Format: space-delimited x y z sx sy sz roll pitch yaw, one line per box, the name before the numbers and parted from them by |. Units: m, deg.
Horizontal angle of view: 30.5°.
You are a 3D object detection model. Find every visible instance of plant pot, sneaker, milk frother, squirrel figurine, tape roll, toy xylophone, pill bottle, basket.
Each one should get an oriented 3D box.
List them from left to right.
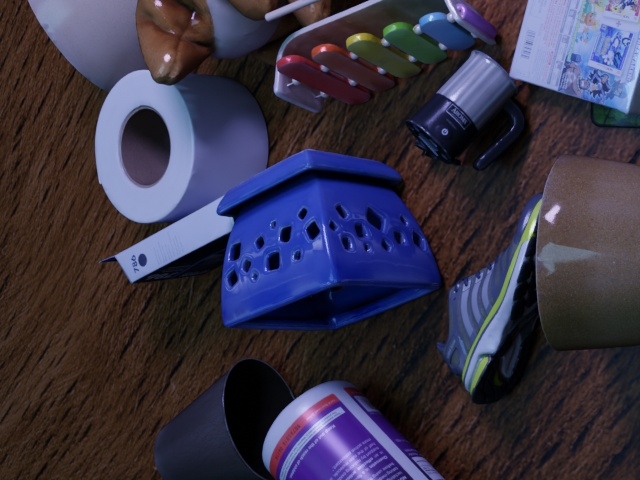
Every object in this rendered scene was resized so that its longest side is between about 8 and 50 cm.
plant pot | -0.325 -0.409 1.944 0.191 0.284 0.284 -31 71 17
tape roll | -0.227 -0.152 1.917 0.246 0.169 0.246 4 96 42
basket | -0.157 0.324 1.906 0.227 0.154 0.204 -32 70 42
squirrel figurine | -0.112 -0.474 1.699 0.370 0.281 0.397 -59 44 44
plant pot | 0.000 0.000 1.694 0.236 0.236 0.212 -26 69 40
toy xylophone | 0.063 -0.277 1.616 0.322 0.236 0.081 -21 70 39
pill bottle | 0.074 0.363 1.677 0.323 0.181 0.181 44 120 31
milk frother | 0.191 -0.170 1.601 0.135 0.129 0.143 -46 25 -4
sneaker | 0.234 0.067 1.568 0.121 0.111 0.300 37 114 38
plant pot | 0.404 0.021 1.356 0.254 0.237 0.237 3 95 27

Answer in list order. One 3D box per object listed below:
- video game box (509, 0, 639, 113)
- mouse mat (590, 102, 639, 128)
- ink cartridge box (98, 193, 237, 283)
video game box | 0.346 -0.281 1.475 0.187 0.048 0.205 28 112 42
mouse mat | 0.421 -0.212 1.447 0.189 0.007 0.153 8 98 40
ink cartridge box | -0.195 0.006 1.903 0.332 0.165 0.065 -24 79 41
